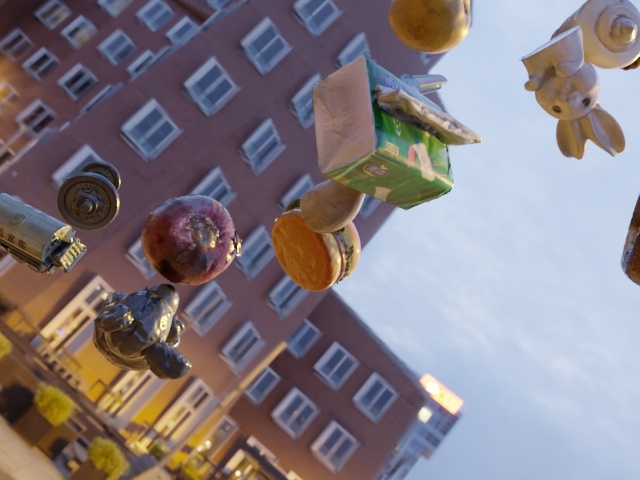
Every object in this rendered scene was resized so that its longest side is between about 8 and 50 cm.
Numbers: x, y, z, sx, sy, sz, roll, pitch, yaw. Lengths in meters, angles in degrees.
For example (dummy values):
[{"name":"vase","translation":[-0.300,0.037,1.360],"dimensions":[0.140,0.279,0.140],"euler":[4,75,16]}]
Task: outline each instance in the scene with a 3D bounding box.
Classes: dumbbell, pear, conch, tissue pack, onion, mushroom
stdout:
[{"name":"dumbbell","translation":[-0.429,-0.100,1.487],"dimensions":[0.110,0.110,0.254],"euler":[49,8,-19]},{"name":"pear","translation":[0.270,-0.569,1.933],"dimensions":[0.209,0.209,0.209],"euler":[37,-18,15]},{"name":"conch","translation":[0.495,-0.378,1.397],"dimensions":[0.255,0.158,0.127],"euler":[-126,-139,-67]},{"name":"tissue pack","translation":[0.112,-0.153,1.102],"dimensions":[0.156,0.148,0.209],"euler":[-23,-26,34]},{"name":"onion","translation":[-0.233,0.002,1.306],"dimensions":[0.159,0.159,0.195],"euler":[49,-30,-20]},{"name":"mushroom","translation":[0.050,-0.098,1.691],"dimensions":[0.116,0.093,0.225],"euler":[39,-43,-16]}]

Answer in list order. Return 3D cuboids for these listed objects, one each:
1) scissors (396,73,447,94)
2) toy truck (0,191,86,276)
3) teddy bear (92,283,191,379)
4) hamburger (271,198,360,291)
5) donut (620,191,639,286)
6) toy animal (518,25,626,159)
[{"name":"scissors","translation":[0.195,-0.352,1.775],"dimensions":[0.125,0.256,0.030],"euler":[60,-40,17]},{"name":"toy truck","translation":[-0.421,-0.016,1.084],"dimensions":[0.202,0.074,0.088],"euler":[25,-23,18]},{"name":"teddy bear","translation":[-0.282,0.150,1.291],"dimensions":[0.171,0.144,0.251],"euler":[47,-23,-12]},{"name":"hamburger","translation":[0.001,0.001,1.988],"dimensions":[0.246,0.170,0.246],"euler":[28,-50,38]},{"name":"donut","translation":[0.448,-0.009,1.024],"dimensions":[0.073,0.166,0.184],"euler":[17,17,14]},{"name":"toy animal","translation":[0.399,-0.211,1.225],"dimensions":[0.104,0.131,0.220],"euler":[-21,-77,28]}]
